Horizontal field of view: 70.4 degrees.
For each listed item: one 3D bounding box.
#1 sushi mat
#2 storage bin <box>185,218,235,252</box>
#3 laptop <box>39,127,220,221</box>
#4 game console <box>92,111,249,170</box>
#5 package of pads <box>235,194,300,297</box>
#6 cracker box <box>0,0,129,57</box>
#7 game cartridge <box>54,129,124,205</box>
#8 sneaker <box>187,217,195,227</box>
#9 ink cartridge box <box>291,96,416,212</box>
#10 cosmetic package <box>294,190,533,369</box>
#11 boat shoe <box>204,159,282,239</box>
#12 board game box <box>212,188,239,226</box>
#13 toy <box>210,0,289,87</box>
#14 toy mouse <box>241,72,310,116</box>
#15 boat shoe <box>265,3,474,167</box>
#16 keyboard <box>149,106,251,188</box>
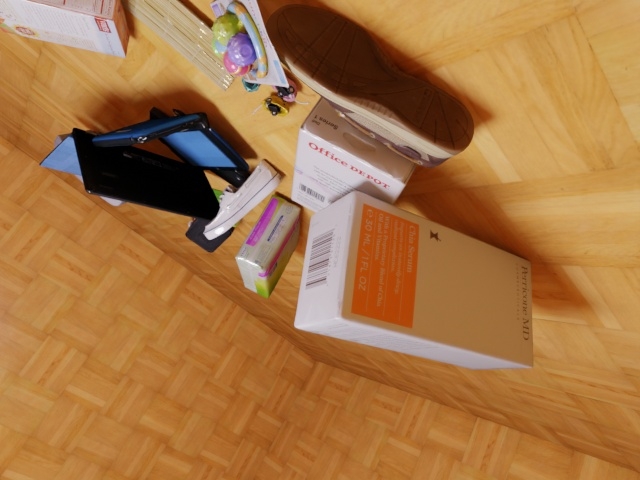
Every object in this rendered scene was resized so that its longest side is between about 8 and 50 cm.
[{"bbox_3d":[-0.285,-0.415,0.847,0.316,0.019,0.151,38,159,-17],"label":"sushi mat"},{"bbox_3d":[-0.387,-0.050,1.625,0.122,0.084,0.180,38,135,-17],"label":"storage bin"},{"bbox_3d":[-0.536,-0.136,1.291,0.382,0.236,0.408,13,-146,-45],"label":"laptop"},{"bbox_3d":[-0.372,-0.215,1.129,0.293,0.250,0.173,9,122,44],"label":"game console"},{"bbox_3d":[-0.149,0.021,1.358,0.101,0.229,0.296,25,158,6],"label":"package of pads"},{"bbox_3d":[-0.497,-0.434,0.860,0.232,0.067,0.156,8,175,-15],"label":"cracker box"},{"bbox_3d":[-0.735,-0.247,1.533,0.297,0.198,0.062,45,122,-1],"label":"game cartridge"},{"bbox_3d":[-0.441,-0.076,1.725,0.069,0.084,0.185,42,156,-28],"label":"sneaker"},{"bbox_3d":[0.061,-0.135,0.882,0.201,0.117,0.278,29,159,4],"label":"ink cartridge box"},{"bbox_3d":[0.196,0.099,0.877,0.453,0.230,0.161,18,157,-26],"label":"cosmetic package"},{"bbox_3d":[-0.219,-0.108,1.185,0.084,0.258,0.095,48,-174,-16],"label":"boat shoe"},{"bbox_3d":[-0.328,-0.112,1.483,0.181,0.092,0.043,18,155,30],"label":"board game box"},{"bbox_3d":[-0.132,-0.300,0.702,0.237,0.056,0.137,44,161,59],"label":"toy"},{"bbox_3d":[-0.094,-0.294,0.849,0.161,0.031,0.143,16,155,32],"label":"toy mouse"},{"bbox_3d":[0.063,-0.220,0.696,0.342,0.123,0.123,29,161,-6],"label":"boat shoe"},{"bbox_3d":[-0.323,-0.259,1.236,0.317,0.033,0.201,34,160,-12],"label":"keyboard"}]
